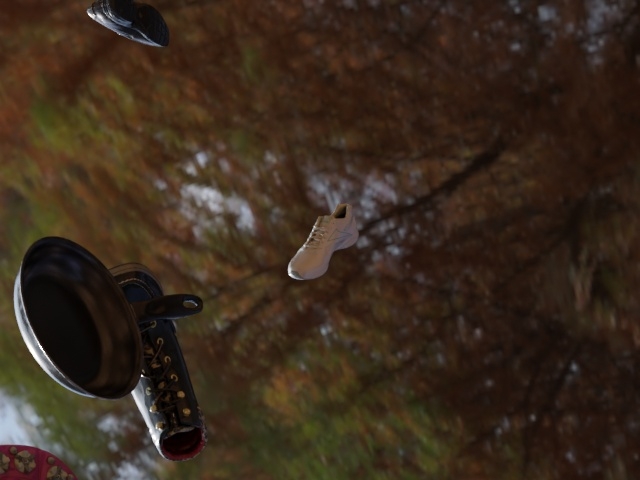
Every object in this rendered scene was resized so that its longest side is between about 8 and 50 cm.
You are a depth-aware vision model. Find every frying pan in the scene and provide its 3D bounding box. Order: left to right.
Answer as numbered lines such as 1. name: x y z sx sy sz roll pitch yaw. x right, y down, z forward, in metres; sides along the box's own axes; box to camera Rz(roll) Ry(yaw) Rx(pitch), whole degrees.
1. frying pan: -0.253 0.067 1.610 0.053 0.197 0.326 -28 -169 22

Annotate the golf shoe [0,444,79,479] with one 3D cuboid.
1. golf shoe: -0.321 0.327 1.675 0.140 0.306 0.115 -17 -127 44

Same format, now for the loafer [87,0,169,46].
1. loafer: -0.313 -0.362 2.324 0.061 0.170 0.062 -9 -112 29

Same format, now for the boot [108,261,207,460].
1. boot: -0.202 0.150 1.726 0.085 0.236 0.179 -22 -124 -9

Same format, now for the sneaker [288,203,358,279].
1. sneaker: 0.000 0.000 1.960 0.053 0.061 0.152 16 -140 27
